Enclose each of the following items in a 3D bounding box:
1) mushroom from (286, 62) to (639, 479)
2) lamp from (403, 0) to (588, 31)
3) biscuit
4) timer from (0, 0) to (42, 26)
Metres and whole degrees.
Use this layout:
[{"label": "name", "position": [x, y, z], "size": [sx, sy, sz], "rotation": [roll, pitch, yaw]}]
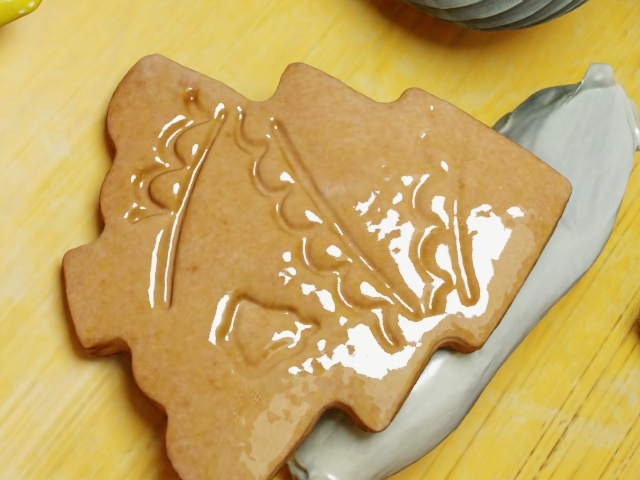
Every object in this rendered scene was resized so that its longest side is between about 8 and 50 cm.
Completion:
[{"label": "mushroom", "position": [0.097, 0.031, 1.004], "size": [0.351, 0.109, 0.097], "rotation": [-51, 121, -23]}, {"label": "lamp", "position": [0.110, -0.268, 1.005], "size": [0.233, 0.233, 0.265], "rotation": [-23, 75, -26]}, {"label": "biscuit", "position": [0.000, 0.000, 0.933], "size": [0.306, 0.043, 0.284], "rotation": [-14, 73, -2]}, {"label": "timer", "position": [-0.220, -0.131, 0.888], "size": [0.107, 0.109, 0.107], "rotation": [50, 29, -42]}]
